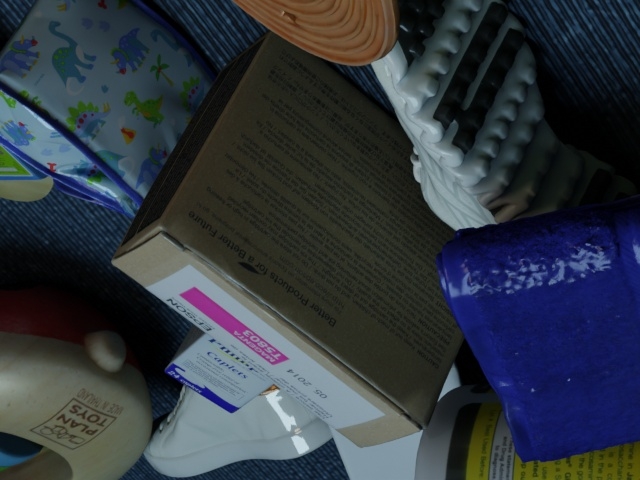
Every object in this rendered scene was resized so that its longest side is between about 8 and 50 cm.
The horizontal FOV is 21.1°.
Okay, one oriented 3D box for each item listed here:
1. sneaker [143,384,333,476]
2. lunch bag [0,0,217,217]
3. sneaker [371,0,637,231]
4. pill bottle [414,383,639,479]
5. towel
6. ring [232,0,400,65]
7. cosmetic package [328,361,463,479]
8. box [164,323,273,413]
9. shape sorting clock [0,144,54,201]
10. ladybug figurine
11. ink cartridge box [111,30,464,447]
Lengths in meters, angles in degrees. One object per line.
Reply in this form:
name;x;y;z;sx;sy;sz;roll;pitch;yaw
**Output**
sneaker;-0.091;0.143;1.610;0.290;0.106;0.123;-19;106;50
lunch bag;-0.158;-0.104;1.231;0.151;0.129;0.096;34;154;-14
sneaker;0.097;-0.065;1.121;0.118;0.110;0.292;6;144;47
pill bottle;0.252;0.197;1.260;0.333;0.188;0.188;-3;139;25
towel;0.244;0.035;1.080;0.308;0.076;0.228;-12;140;14
ring;-0.071;-0.232;0.961;0.336;0.032;0.336;45;169;12
cosmetic package;0.071;0.155;1.446;0.117;0.085;0.231;-15;138;2
box;-0.048;0.058;1.393;0.072;0.126;0.137;35;150;-9
shape sorting clock;-0.301;-0.105;1.393;0.206;0.040;0.206;24;156;12
ladybug figurine;-0.347;0.165;1.685;0.449;0.162;0.305;-25;140;31
ink cartridge box;0.000;0.000;1.200;0.234;0.193;0.088;39;148;-17
